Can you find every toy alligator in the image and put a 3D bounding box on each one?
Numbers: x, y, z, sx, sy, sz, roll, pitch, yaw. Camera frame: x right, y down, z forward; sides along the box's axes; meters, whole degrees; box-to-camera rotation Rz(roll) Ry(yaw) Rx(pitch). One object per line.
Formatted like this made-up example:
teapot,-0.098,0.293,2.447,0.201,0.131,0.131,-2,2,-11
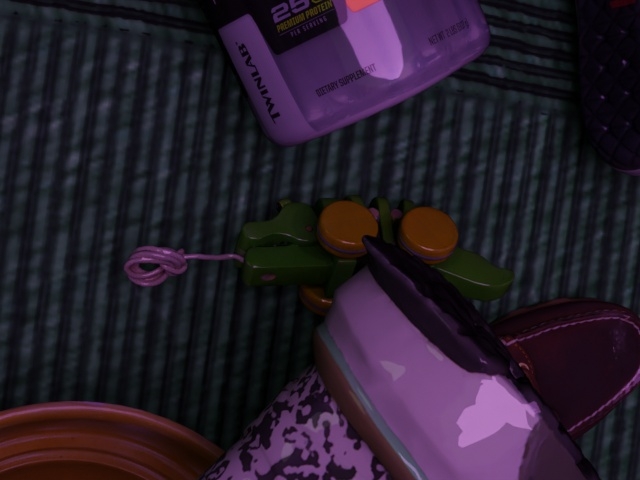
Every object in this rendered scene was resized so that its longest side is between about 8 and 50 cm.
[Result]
toy alligator,0.000,0.000,0.739,0.190,0.056,0.051,4,49,-13

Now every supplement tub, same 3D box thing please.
supplement tub,-0.011,-0.148,0.693,0.117,0.117,0.190,-28,98,-11

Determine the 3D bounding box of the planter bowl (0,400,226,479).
planter bowl,-0.117,0.174,0.693,0.217,0.090,0.217,-1,93,-13

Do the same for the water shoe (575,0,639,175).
water shoe,0.172,-0.132,0.775,0.080,0.073,0.203,2,91,-40

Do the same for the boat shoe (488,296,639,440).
boat shoe,0.076,0.087,0.747,0.207,0.073,0.073,-24,96,-13

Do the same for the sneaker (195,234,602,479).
sneaker,0.061,0.180,0.675,0.182,0.158,0.410,-34,125,2
